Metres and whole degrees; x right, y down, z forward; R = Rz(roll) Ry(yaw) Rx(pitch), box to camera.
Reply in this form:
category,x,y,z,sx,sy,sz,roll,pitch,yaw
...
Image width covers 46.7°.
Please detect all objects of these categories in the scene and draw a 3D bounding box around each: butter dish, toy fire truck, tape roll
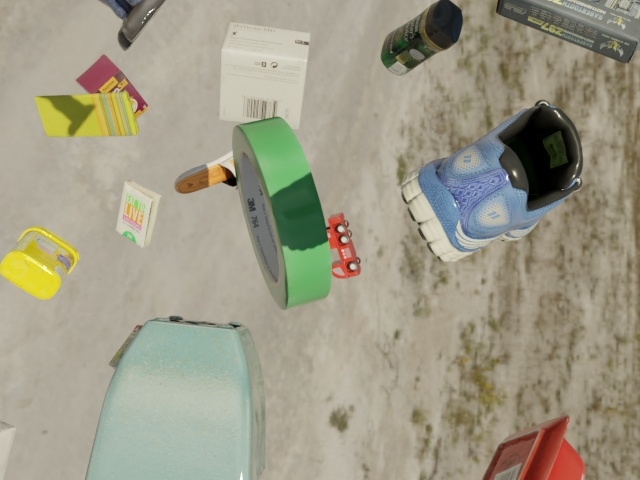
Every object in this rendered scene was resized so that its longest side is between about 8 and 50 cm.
category,x,y,z,sx,sy,sz,roll,pitch,yaw
butter dish,0.288,0.331,0.972,0.160,0.118,0.160,-50,180,-34
toy fire truck,0.000,0.000,1.605,0.047,0.135,0.192,-52,126,-69
tape roll,-0.070,-0.045,1.256,0.321,0.077,0.321,165,-90,-76

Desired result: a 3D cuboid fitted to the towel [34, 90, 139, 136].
category,x,y,z,sx,sy,sz,roll,pitch,yaw
towel,-0.534,-0.287,1.694,0.021,0.237,0.102,-64,151,-58

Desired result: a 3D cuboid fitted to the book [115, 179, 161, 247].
category,x,y,z,sx,sy,sz,roll,pitch,yaw
book,-0.451,-0.066,1.822,0.035,0.096,0.144,-35,149,-54

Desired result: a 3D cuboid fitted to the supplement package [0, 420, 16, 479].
category,x,y,z,sx,sy,sz,roll,pitch,yaw
supplement package,-0.741,0.414,1.417,0.194,0.203,0.149,-23,131,-76

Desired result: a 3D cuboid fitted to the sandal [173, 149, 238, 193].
category,x,y,z,sx,sy,sz,roll,pitch,yaw
sandal,-0.226,-0.157,1.827,0.102,0.265,0.076,77,-13,-63

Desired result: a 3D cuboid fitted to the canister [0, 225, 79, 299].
category,x,y,z,sx,sy,sz,roll,pitch,yaw
canister,-0.574,0.044,1.518,0.126,0.073,0.170,35,10,-16

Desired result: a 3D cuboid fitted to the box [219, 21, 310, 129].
category,x,y,z,sx,sy,sz,roll,pitch,yaw
box,-0.121,-0.352,1.599,0.119,0.181,0.182,-86,-176,-46

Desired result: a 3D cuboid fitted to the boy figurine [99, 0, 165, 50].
category,x,y,z,sx,sy,sz,roll,pitch,yaw
boy figurine,-0.298,-0.345,0.823,0.285,0.177,0.092,39,78,-22

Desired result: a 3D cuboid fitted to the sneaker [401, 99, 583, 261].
category,x,y,z,sx,sy,sz,roll,pitch,yaw
sneaker,0.222,-0.069,0.790,0.330,0.147,0.130,-27,90,-55

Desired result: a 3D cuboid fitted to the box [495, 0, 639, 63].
category,x,y,z,sx,sy,sz,roll,pitch,yaw
box,0.430,-0.404,1.200,0.183,0.232,0.059,-55,161,-22

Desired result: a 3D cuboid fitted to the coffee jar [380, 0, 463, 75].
category,x,y,z,sx,sy,sz,roll,pitch,yaw
coffee jar,0.208,-0.416,1.523,0.079,0.184,0.096,29,64,-25

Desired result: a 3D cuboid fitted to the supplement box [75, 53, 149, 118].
category,x,y,z,sx,sy,sz,roll,pitch,yaw
supplement box,-0.556,-0.394,1.994,0.104,0.081,0.188,-45,156,-7

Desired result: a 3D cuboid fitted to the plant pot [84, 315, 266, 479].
category,x,y,z,sx,sy,sz,roll,pitch,yaw
plant pot,-0.210,0.254,1.200,0.247,0.248,0.252,59,37,-86

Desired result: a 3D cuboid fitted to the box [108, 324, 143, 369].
category,x,y,z,sx,sy,sz,roll,pitch,yaw
box,-0.381,0.304,1.738,0.207,0.036,0.114,46,62,-26
